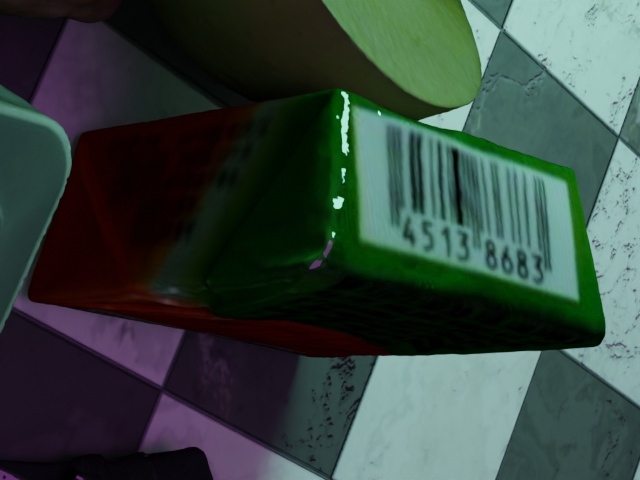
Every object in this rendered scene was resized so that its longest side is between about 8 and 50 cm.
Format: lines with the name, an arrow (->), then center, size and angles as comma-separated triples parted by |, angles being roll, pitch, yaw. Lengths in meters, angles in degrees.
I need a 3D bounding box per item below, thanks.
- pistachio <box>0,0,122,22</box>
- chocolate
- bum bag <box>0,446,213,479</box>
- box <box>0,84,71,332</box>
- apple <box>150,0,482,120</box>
pistachio -> -0.239, -0.271, 1.323 | 0.293, 0.162, 0.181 | 51, 44, -30
chocolate -> 0.000, 0.000, 1.492 | 0.360, 0.341, 0.162 | 15, 75, -46
bum bag -> -0.190, 0.238, 1.525 | 0.248, 0.060, 0.123 | -1, 98, -45
box -> -0.380, 0.053, 1.158 | 0.396, 0.111, 0.397 | 12, 106, -51
apple -> 0.005, -0.256, 1.479 | 0.360, 0.311, 0.320 | 38, 80, -49
